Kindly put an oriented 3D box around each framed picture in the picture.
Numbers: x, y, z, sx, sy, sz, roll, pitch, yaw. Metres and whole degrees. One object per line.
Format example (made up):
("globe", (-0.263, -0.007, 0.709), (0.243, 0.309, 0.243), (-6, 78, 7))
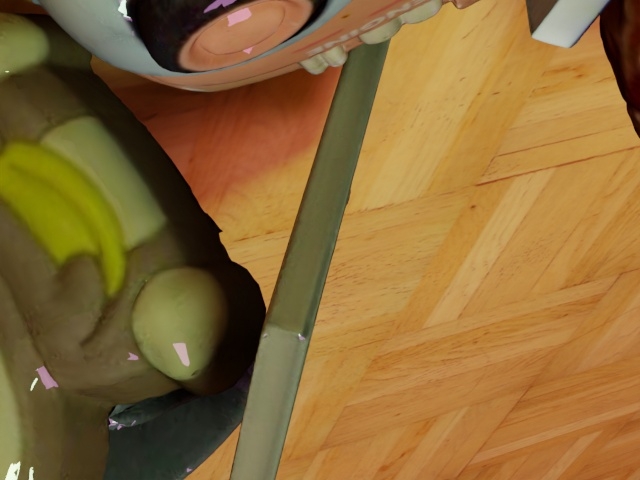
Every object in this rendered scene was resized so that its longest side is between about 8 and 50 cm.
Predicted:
("framed picture", (0.000, 0.000, 0.749), (0.024, 0.315, 0.232), (14, 136, 0))

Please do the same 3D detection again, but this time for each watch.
("watch", (-0.167, 0.077, 0.839), (0.335, 0.314, 0.327), (-40, 166, 8))

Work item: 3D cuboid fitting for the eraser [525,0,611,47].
("eraser", (0.119, -0.175, 0.690), (0.023, 0.150, 0.104), (11, 144, -19))

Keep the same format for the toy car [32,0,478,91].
("toy car", (0.011, -0.162, 0.595), (0.271, 0.180, 0.212), (-26, 167, 6))

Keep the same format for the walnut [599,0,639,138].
("walnut", (0.258, -0.124, 0.736), (0.244, 0.221, 0.269), (-2, -179, 16))
